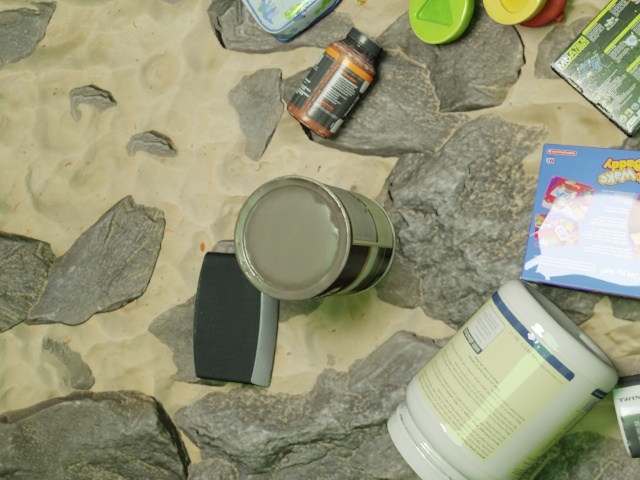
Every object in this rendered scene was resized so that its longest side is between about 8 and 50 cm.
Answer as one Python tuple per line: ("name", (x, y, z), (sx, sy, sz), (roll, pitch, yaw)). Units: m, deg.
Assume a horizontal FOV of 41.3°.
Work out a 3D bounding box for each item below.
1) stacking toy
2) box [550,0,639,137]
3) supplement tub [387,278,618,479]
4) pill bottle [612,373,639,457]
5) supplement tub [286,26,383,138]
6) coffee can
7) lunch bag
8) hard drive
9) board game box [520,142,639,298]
("stacking toy", (0.292, -0.492, 1.506), (0.279, 0.130, 0.309), (-18, 78, 45))
("box", (0.518, -0.303, 1.421), (0.184, 0.045, 0.191), (46, 104, 18))
("supplement tub", (0.289, 0.251, 1.384), (0.235, 0.235, 0.325), (45, 103, 16))
("pill bottle", (0.593, 0.258, 1.326), (0.245, 0.130, 0.131), (-15, 83, 19))
("supplement tub", (0.031, -0.293, 1.567), (0.106, 0.106, 0.198), (40, 102, 17))
("coffee can", (0.000, 0.000, 1.478), (0.201, 0.275, 0.202), (-1, 88, 21))
("lunch bag", (-0.078, -0.505, 1.624), (0.176, 0.090, 0.219), (-37, 76, 14))
("hard drive", (-0.170, 0.152, 1.653), (0.172, 0.054, 0.255), (4, 89, 20))
("board game box", (0.516, -0.021, 1.354), (0.347, 0.078, 0.233), (9, 86, 29))
